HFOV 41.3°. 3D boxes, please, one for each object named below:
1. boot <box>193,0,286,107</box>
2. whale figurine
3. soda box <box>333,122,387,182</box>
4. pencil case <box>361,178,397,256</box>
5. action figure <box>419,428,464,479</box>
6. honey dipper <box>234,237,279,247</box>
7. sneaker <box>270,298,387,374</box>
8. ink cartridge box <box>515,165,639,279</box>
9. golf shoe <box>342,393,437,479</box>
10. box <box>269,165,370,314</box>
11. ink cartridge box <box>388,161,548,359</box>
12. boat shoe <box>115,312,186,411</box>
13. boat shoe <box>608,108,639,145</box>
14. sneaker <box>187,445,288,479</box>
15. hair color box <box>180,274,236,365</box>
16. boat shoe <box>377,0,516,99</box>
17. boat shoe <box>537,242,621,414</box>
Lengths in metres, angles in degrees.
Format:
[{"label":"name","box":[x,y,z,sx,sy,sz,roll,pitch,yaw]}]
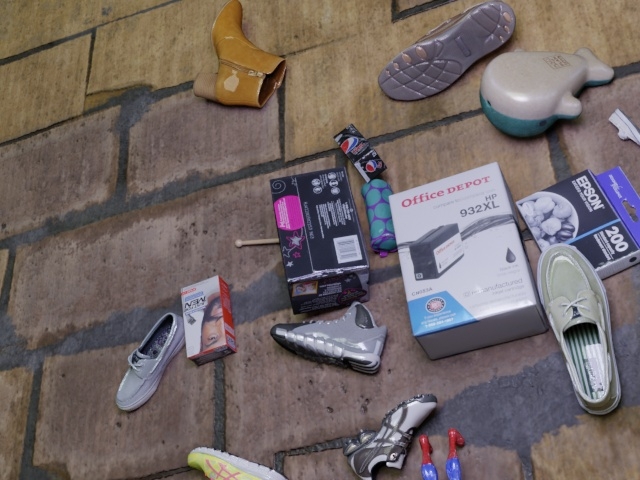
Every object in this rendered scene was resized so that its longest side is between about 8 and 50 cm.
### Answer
[{"label":"boot","box":[-0.175,-0.459,2.093,0.211,0.104,0.295,10,72,23]},{"label":"whale figurine","box":[0.448,-0.299,1.703,0.272,0.141,0.216,-21,52,-18]},{"label":"soda box","box":[0.082,-0.187,1.792,0.053,0.060,0.169,-37,29,4]},{"label":"pencil case","box":[0.123,-0.049,1.727,0.064,0.070,0.151,3,54,-14]},{"label":"action figure","box":[0.219,0.462,1.383,0.091,0.139,0.280,-18,34,18]},{"label":"honey dipper","box":[-0.115,0.002,1.831,0.161,0.030,0.030,-4,61,25]},{"label":"sneaker","box":[0.025,0.169,1.645,0.229,0.086,0.132,14,64,20]},{"label":"ink cartridge box","box":[0.496,-0.030,1.558,0.208,0.045,0.206,-25,54,8]},{"label":"golf shoe","box":[0.137,0.349,1.491,0.198,0.077,0.094,-40,59,11]},{"label":"box","box":[0.000,0.000,1.691,0.163,0.142,0.247,-10,57,-3]},{"label":"ink cartridge box","box":[0.266,0.036,1.571,0.223,0.129,0.307,-17,56,16]},{"label":"boat shoe","box":[-0.362,0.246,1.770,0.079,0.081,0.227,26,75,34]},{"label":"boat shoe","box":[0.588,-0.209,1.629,0.035,0.035,0.100,-48,53,27]},{"label":"sneaker","box":[-0.167,0.444,1.566,0.208,0.081,0.094,11,69,29]},{"label":"hair color box","box":[-0.235,0.166,1.776,0.093,0.053,0.167,-20,57,12]},{"label":"boat shoe","box":[0.275,-0.414,1.854,0.324,0.123,0.116,-26,20,20]},{"label":"boat shoe","box":[0.440,0.137,1.426,0.109,0.094,0.302,-18,67,13]}]
